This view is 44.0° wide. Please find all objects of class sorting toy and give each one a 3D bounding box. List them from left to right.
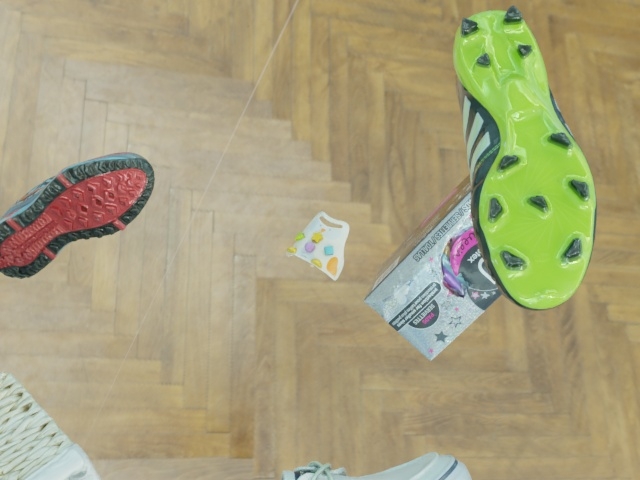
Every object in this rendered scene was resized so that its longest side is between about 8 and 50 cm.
[{"bbox_3d":[0.000,0.000,1.068,0.083,0.045,0.075,25,77,28],"label":"sorting toy"}]

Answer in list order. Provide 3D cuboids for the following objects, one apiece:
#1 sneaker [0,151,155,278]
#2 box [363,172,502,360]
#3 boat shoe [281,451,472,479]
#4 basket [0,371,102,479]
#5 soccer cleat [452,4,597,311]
[{"bbox_3d":[-0.327,-0.058,1.032,0.104,0.262,0.125,54,21,-32],"label":"sneaker"},{"bbox_3d":[0.205,0.031,1.180,0.142,0.247,0.163,41,20,-2],"label":"box"},{"bbox_3d":[-0.004,0.192,0.546,0.226,0.083,0.075,-25,85,-14],"label":"boat shoe"},{"bbox_3d":[-0.544,0.456,1.302,0.328,0.331,0.266,-36,55,-28],"label":"basket"},{"bbox_3d":[0.105,-0.042,0.422,0.060,0.072,0.178,-8,63,8],"label":"soccer cleat"}]
